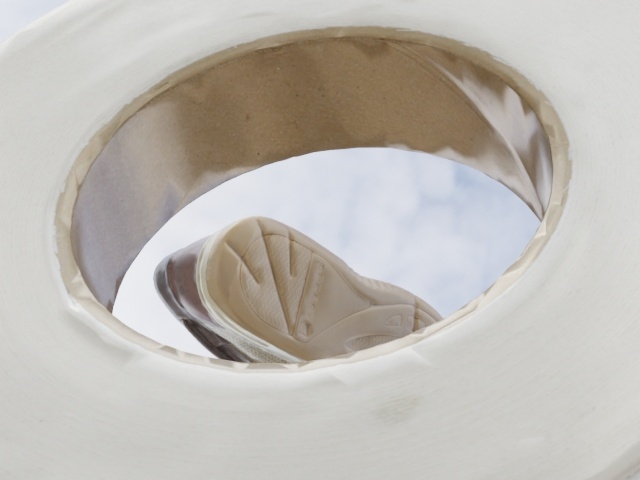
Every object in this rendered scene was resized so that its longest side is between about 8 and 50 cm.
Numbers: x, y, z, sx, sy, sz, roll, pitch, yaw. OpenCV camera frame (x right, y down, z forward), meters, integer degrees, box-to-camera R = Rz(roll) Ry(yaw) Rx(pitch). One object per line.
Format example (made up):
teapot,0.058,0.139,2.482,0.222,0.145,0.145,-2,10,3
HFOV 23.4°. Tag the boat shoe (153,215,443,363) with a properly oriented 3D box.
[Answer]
boat shoe,0.004,0.072,1.060,0.092,0.285,0.103,-3,-117,44

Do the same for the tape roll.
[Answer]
tape roll,0.000,0.000,0.634,0.392,0.392,0.072,2,-46,14
